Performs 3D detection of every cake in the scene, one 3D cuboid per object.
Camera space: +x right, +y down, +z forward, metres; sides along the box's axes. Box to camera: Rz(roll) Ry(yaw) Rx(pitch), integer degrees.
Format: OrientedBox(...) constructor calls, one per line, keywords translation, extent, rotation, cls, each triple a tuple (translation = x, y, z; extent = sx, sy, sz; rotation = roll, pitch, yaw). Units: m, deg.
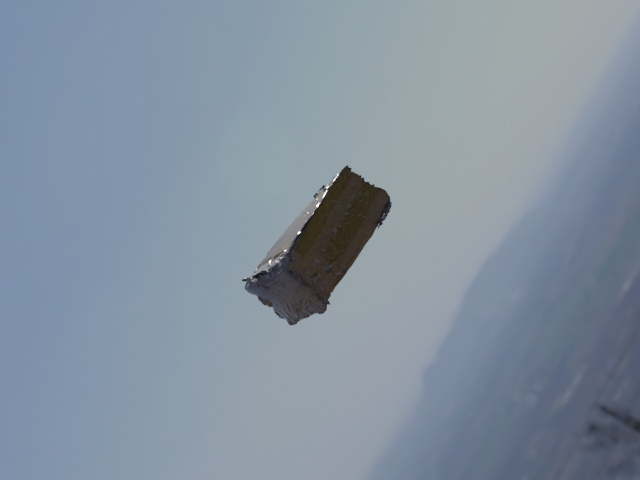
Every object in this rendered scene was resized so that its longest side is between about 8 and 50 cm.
OrientedBox(translation=(0.000, 0.000, 1.168), extent=(0.065, 0.052, 0.121), rotation=(-37, 15, 51), cls="cake")
